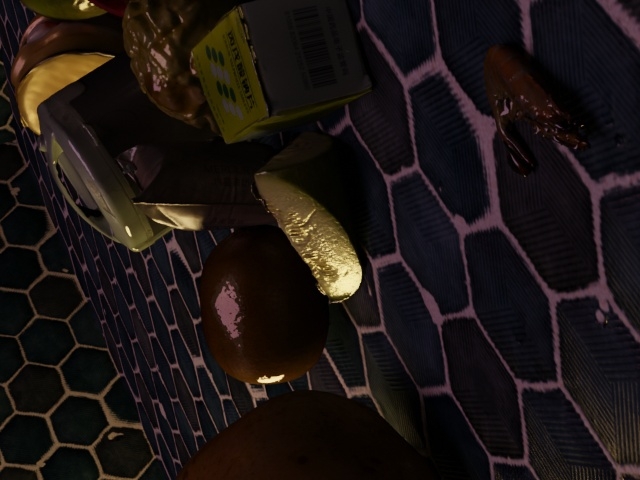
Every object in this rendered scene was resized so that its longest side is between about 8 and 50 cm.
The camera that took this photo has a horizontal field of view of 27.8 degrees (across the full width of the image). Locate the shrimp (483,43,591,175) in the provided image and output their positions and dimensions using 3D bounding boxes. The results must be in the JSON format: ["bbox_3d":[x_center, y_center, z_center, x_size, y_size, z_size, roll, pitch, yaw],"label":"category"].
[{"bbox_3d":[0.188,-0.099,1.158,0.178,0.034,0.124,-126,22,-46],"label":"shrimp"}]

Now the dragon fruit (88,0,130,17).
[{"bbox_3d":[-0.258,-0.409,1.964,0.262,0.134,0.211,10,149,22],"label":"dragon fruit"}]

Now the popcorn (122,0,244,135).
[{"bbox_3d":[-0.167,-0.261,1.783,0.217,0.181,0.235,59,163,28],"label":"popcorn"}]

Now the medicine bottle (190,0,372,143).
[{"bbox_3d":[-0.051,-0.208,1.575,0.250,0.141,0.137,166,90,-71],"label":"medicine bottle"}]

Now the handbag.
[{"bbox_3d":[-0.147,-0.083,1.808,0.182,0.270,0.117,-128,43,-59],"label":"handbag"}]

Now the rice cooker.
[{"bbox_3d":[-0.285,-0.147,2.016,0.288,0.277,0.288,51,168,15],"label":"rice cooker"}]

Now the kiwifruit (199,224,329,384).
[{"bbox_3d":[-0.082,0.088,1.863,0.196,0.196,0.234,-158,56,-66],"label":"kiwifruit"}]

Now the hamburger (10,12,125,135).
[{"bbox_3d":[-0.436,-0.325,2.379,0.276,0.276,0.237,96,167,-51],"label":"hamburger"}]

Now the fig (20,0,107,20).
[{"bbox_3d":[-0.411,-0.515,2.179,0.233,0.233,0.314,63,155,25],"label":"fig"}]

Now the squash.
[{"bbox_3d":[0.000,0.000,1.670,0.169,0.093,0.252,-47,-49,-59],"label":"squash"}]

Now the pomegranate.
[{"bbox_3d":[-0.010,0.397,1.695,0.417,0.416,0.417,55,155,41],"label":"pomegranate"}]
